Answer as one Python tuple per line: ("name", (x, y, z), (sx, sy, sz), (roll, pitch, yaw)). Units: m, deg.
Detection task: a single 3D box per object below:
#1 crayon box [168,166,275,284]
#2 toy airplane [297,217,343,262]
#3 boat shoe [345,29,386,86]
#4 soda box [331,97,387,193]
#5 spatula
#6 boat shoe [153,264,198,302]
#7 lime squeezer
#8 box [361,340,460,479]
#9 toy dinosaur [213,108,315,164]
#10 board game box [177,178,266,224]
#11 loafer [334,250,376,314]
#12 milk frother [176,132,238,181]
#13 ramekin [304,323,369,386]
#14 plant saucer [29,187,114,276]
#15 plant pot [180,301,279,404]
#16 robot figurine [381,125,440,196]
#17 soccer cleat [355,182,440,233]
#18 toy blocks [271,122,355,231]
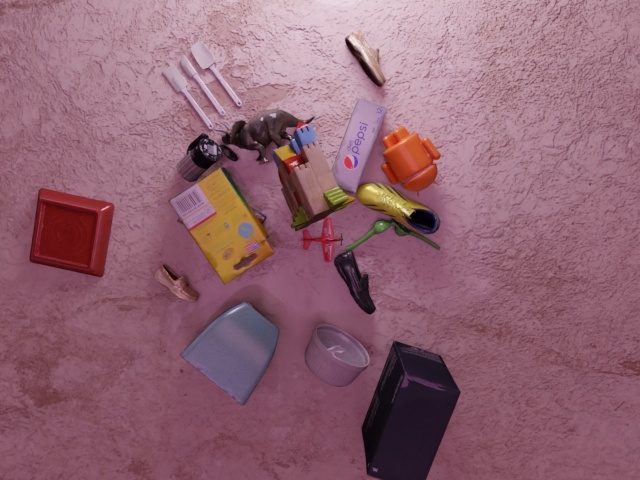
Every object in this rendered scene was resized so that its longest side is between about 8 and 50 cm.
("crayon box", (-0.307, -0.046, 1.880), (0.202, 0.081, 0.319), (-31, 95, 6))
("toy airplane", (0.000, 0.000, 1.947), (0.151, 0.028, 0.151), (0, 97, 2))
("boat shoe", (0.157, -0.573, 1.845), (0.072, 0.068, 0.190), (-35, 95, -5))
("soda box", (0.114, -0.298, 1.869), (0.098, 0.091, 0.286), (19, 99, -2))
("spatula", (-0.371, -0.494, 1.895), (0.168, 0.019, 0.242), (-36, 95, 6))
("boat shoe", (-0.473, 0.142, 1.966), (0.170, 0.063, 0.059), (34, 104, -2))
("lime squeezer", (0.237, -0.015, 1.923), (0.310, 0.059, 0.110), (-1, 98, 1))
("box", (0.273, 0.543, 1.871), (0.178, 0.312, 0.343), (19, 99, -1))
("toy dinosaur", (-0.169, -0.342, 1.860), (0.313, 0.121, 0.160), (-22, 110, 9))
("board game box", (-0.322, -0.071, 1.941), (0.243, 0.042, 0.165), (32, 98, -2))
("loafer", (0.126, 0.138, 1.937), (0.078, 0.076, 0.223), (-29, 93, 14))
("milk frother", (-0.358, -0.254, 1.892), (0.143, 0.129, 0.134), (35, 132, -28))
("ramekin", (0.045, 0.377, 1.916), (0.207, 0.207, 0.109), (32, 107, -3))
("plant saucer", (-0.836, -0.022, 1.964), (0.259, 0.048, 0.259), (12, 98, 1))
("plant pot", (-0.269, 0.336, 1.905), (0.247, 0.248, 0.252), (39, 80, -4))
("robot figurine", (0.281, -0.246, 1.855), (0.158, 0.128, 0.219), (-33, 95, -5))
("soccer cleat", (0.249, -0.106, 1.876), (0.289, 0.121, 0.093), (25, 98, -1))
("toy blocks", (-0.052, -0.189, 1.774), (0.190, 0.381, 0.261), (-23, 88, -13))
